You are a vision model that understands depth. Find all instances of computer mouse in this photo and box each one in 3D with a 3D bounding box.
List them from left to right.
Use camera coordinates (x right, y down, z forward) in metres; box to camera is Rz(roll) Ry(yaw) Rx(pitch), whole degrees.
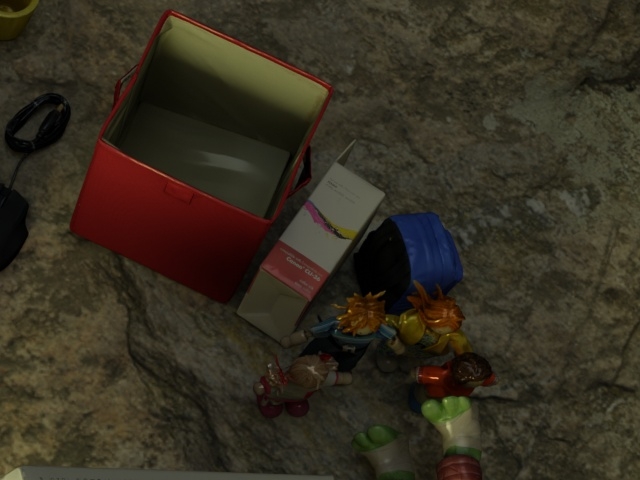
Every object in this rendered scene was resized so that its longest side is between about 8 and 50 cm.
[{"bbox_3d":[-0.316,-0.063,1.802,0.071,0.041,0.242,22,58,-4],"label":"computer mouse"}]

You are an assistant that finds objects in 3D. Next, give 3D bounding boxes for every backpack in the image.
[{"bbox_3d":[0.097,0.022,1.840,0.101,0.120,0.098,-12,66,-23],"label":"backpack"}]

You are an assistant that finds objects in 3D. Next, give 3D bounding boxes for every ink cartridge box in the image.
[{"bbox_3d":[0.000,0.000,1.823,0.067,0.115,0.198,33,59,3],"label":"ink cartridge box"}]

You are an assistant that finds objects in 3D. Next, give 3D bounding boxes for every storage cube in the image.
[{"bbox_3d":[-0.123,-0.080,1.783,0.215,0.193,0.184,25,58,-4],"label":"storage cube"}]

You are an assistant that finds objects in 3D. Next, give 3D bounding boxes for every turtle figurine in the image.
[{"bbox_3d":[0.088,0.286,1.654,0.274,0.198,0.266,2,59,-20],"label":"turtle figurine"}]

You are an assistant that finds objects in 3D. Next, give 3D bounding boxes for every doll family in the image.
[{"bbox_3d":[0.054,0.102,1.752,0.263,0.163,0.118,0,69,-17],"label":"doll family"}]

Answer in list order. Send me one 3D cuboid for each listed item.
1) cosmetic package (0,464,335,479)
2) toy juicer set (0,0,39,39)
[{"bbox_3d":[-0.150,0.299,1.488,0.365,0.197,0.155,10,54,-49],"label":"cosmetic package"},{"bbox_3d":[-0.468,-0.324,1.865,0.329,0.089,0.209,1,63,-16],"label":"toy juicer set"}]
